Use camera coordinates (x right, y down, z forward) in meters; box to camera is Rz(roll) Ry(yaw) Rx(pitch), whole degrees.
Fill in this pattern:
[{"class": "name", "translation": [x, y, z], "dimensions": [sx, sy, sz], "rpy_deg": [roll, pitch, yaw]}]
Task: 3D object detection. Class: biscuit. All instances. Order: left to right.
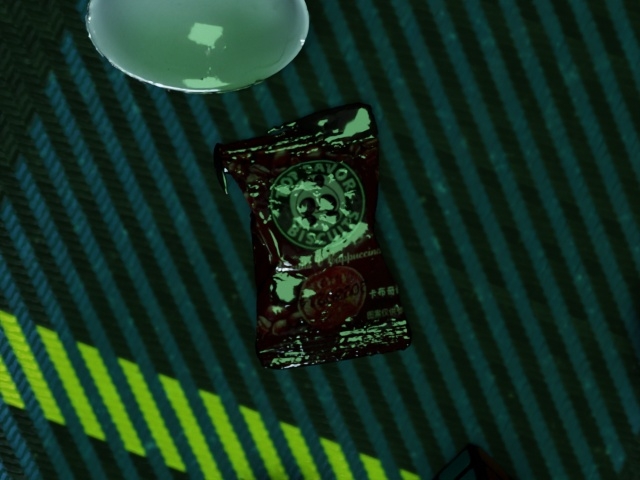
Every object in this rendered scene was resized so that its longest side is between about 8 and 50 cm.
[{"class": "biscuit", "translation": [-0.006, 0.002, 1.170], "dimensions": [0.151, 0.063, 0.235], "rpy_deg": [-12, 96, -8]}]

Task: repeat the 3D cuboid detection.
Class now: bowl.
[{"class": "bowl", "translation": [-0.105, -0.215, 1.104], "dimensions": [0.189, 0.189, 0.086], "rpy_deg": [-3, 59, 2]}]

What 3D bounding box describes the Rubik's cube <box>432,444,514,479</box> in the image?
[{"class": "Rubik's cube", "translation": [0.145, 0.314, 1.174], "dimensions": [0.162, 0.160, 0.163], "rpy_deg": [-43, 97, 8]}]
